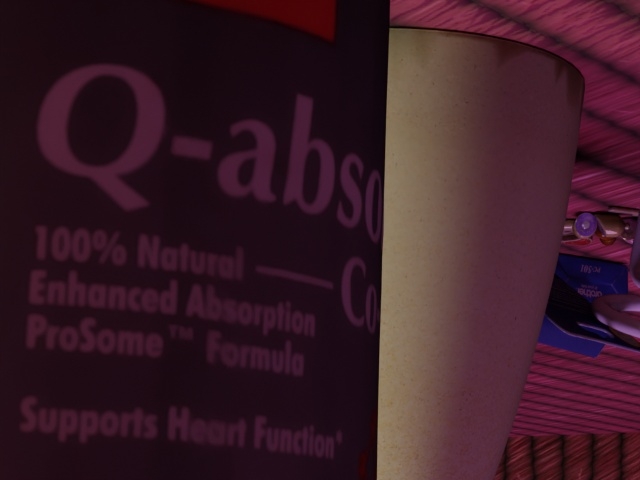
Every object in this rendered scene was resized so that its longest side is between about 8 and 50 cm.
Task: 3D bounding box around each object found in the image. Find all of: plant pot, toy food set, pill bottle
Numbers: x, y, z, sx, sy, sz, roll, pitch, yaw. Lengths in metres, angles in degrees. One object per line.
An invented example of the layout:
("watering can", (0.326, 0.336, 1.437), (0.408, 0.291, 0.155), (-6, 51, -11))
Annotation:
("plant pot", (0.034, 0.036, 1.161), (0.256, 0.274, 0.256), (2, 169, 0))
("toy food set", (0.235, -0.006, 1.585), (0.078, 0.019, 0.122), (7, 168, -25))
("pill bottle", (-0.083, -0.030, 0.594), (0.210, 0.363, 0.210), (2, 169, 0))

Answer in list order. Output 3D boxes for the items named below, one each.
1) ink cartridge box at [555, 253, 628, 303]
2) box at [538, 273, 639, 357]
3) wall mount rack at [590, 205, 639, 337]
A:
("ink cartridge box", (0.195, 0.054, 1.829), (0.097, 0.046, 0.207), (9, 167, -32))
("box", (0.125, 0.021, 1.351), (0.225, 0.036, 0.136), (42, -165, 36))
("wall mount rack", (0.381, 0.031, 1.306), (0.350, 0.130, 0.304), (6, -169, -22))
